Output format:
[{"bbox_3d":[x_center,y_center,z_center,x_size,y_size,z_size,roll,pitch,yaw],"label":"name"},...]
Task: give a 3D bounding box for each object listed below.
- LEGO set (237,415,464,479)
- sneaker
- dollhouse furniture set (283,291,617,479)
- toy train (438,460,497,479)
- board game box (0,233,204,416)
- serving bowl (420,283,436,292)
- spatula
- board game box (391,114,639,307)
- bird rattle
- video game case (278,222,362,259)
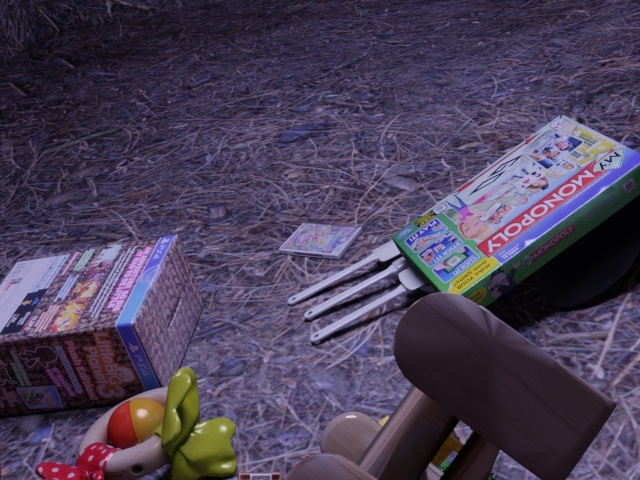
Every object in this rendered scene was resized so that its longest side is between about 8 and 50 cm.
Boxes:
[{"bbox_3d":[0.046,0.236,0.979,0.287,0.132,0.107,-28,18,2],"label":"LEGO set"},{"bbox_3d":[0.408,-0.008,1.241,0.270,0.090,0.145,-49,-7,-2],"label":"sneaker"},{"bbox_3d":[-0.007,0.199,0.733,0.394,0.256,0.362,-54,-8,-2],"label":"dollhouse furniture set"},{"bbox_3d":[0.159,0.261,0.972,0.083,0.017,0.024,6,26,33],"label":"toy train"},{"bbox_3d":[-0.357,0.127,1.326,0.291,0.141,0.232,-8,31,14],"label":"board game box"},{"bbox_3d":[0.178,0.052,1.297,0.083,0.027,0.083,-19,30,11],"label":"serving bowl"},{"bbox_3d":[0.072,0.064,1.312,0.242,0.019,0.168,-28,30,-5],"label":"spatula"},{"bbox_3d":[0.274,-0.041,1.213,0.317,0.046,0.213,-36,29,-1],"label":"board game box"},{"bbox_3d":[-0.234,0.266,1.103,0.253,0.143,0.207,-30,19,1],"label":"bird rattle"},{"bbox_3d":[0.000,0.000,1.495,0.122,0.011,0.087,5,36,32],"label":"video game case"}]
